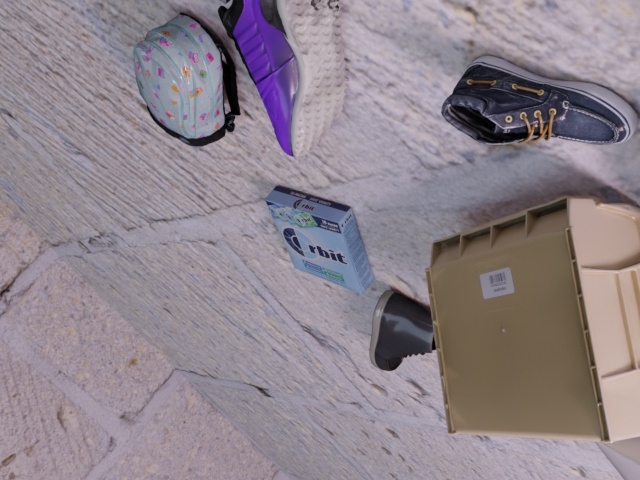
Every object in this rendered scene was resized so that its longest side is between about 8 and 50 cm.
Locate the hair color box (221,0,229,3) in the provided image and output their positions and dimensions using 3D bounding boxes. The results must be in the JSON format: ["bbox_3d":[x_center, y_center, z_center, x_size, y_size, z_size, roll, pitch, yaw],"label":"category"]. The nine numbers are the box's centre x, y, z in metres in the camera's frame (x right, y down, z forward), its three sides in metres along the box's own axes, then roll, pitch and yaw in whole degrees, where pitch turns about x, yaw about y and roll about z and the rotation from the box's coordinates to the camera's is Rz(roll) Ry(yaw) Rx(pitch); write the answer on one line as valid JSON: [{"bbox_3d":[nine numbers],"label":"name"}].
[{"bbox_3d":[-0.155,-0.358,0.842,0.141,0.043,0.072,37,153,6],"label":"hair color box"}]

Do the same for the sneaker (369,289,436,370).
[{"bbox_3d":[0.157,0.190,1.258,0.118,0.083,0.222,25,149,24],"label":"sneaker"}]

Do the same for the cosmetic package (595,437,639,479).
[{"bbox_3d":[0.524,0.309,0.849,0.365,0.197,0.155,50,168,-19],"label":"cosmetic package"}]

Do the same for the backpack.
[{"bbox_3d":[-0.199,-0.231,1.013,0.152,0.115,0.182,35,150,12],"label":"backpack"}]

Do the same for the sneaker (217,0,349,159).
[{"bbox_3d":[-0.053,-0.237,0.858,0.146,0.102,0.293,30,147,24],"label":"sneaker"}]

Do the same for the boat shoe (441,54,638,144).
[{"bbox_3d":[0.217,-0.123,0.709,0.183,0.083,0.065,25,150,24],"label":"boat shoe"}]

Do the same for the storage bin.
[{"bbox_3d":[0.261,0.103,0.836,0.262,0.123,0.260,-24,70,60],"label":"storage bin"}]

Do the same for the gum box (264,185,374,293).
[{"bbox_3d":[0.000,0.000,1.203,0.157,0.041,0.184,19,146,33],"label":"gum box"}]
